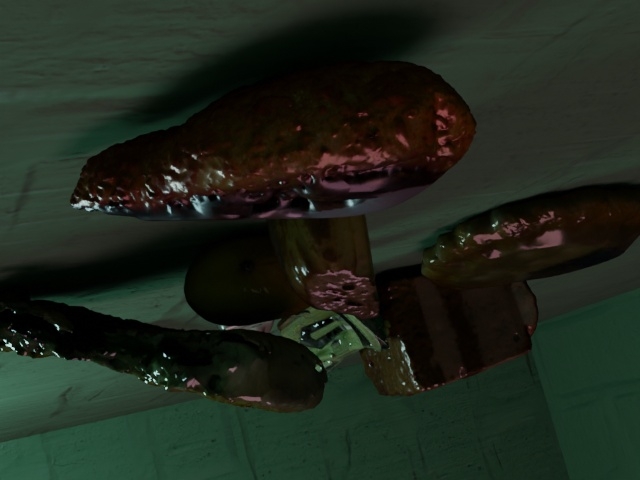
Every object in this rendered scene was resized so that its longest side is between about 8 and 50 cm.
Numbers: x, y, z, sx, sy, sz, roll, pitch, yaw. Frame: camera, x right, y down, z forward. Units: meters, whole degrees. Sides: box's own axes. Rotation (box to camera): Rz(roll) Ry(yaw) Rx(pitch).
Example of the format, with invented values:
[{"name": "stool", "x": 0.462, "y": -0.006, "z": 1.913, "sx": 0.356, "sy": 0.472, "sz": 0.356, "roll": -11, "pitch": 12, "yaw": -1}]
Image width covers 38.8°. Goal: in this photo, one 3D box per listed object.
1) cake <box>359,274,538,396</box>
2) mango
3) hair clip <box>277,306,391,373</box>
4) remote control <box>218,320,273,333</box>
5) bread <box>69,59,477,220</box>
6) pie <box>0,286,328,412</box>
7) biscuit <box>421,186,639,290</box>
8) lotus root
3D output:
[{"name": "cake", "x": 0.219, "y": 0.135, "z": 1.535, "sx": 0.293, "sy": 0.196, "sz": 0.199, "roll": -15, "pitch": 171, "yaw": -20}, {"name": "mango", "x": -0.058, "y": 0.043, "z": 1.007, "sx": 0.137, "sy": 0.091, "sz": 0.237, "roll": -16, "pitch": 172, "yaw": 27}, {"name": "hair clip", "x": 0.030, "y": 0.133, "z": 1.484, "sx": 0.091, "sy": 0.138, "sz": 0.321, "roll": -41, "pitch": -177, "yaw": -26}, {"name": "remote control", "x": -0.120, "y": 0.143, "z": 1.489, "sx": 0.090, "sy": 0.049, "sz": 0.230, "roll": -15, "pitch": 167, "yaw": -8}, {"name": "bread", "x": -0.036, "y": -0.058, "z": 0.582, "sx": 0.269, "sy": 0.095, "sz": 0.139, "roll": -5, "pitch": 172, "yaw": 30}, {"name": "pie", "x": -0.171, "y": 0.118, "z": 0.970, "sx": 0.372, "sy": 0.078, "sz": 0.296, "roll": 11, "pitch": 170, "yaw": 7}, {"name": "biscuit", "x": 0.294, "y": 0.009, "z": 1.303, "sx": 0.329, "sy": 0.078, "sz": 0.335, "roll": -5, "pitch": 163, "yaw": -23}, {"name": "lotus root", "x": 0.003, "y": 0.002, "z": 0.847, "sx": 0.096, "sy": 0.135, "sz": 0.159, "roll": -15, "pitch": 155, "yaw": 7}]
